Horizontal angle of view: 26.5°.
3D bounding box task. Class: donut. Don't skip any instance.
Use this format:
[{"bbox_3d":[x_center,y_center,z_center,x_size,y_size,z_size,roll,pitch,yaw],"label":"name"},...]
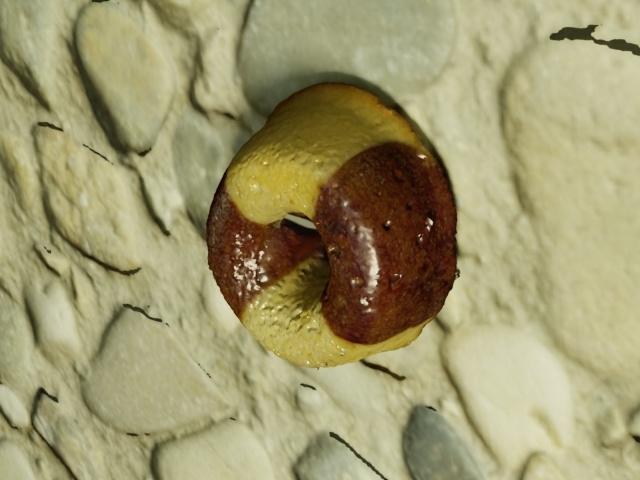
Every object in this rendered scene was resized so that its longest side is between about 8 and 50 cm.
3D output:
[{"bbox_3d":[0.000,0.000,0.829,0.166,0.073,0.184,53,140,6],"label":"donut"}]
